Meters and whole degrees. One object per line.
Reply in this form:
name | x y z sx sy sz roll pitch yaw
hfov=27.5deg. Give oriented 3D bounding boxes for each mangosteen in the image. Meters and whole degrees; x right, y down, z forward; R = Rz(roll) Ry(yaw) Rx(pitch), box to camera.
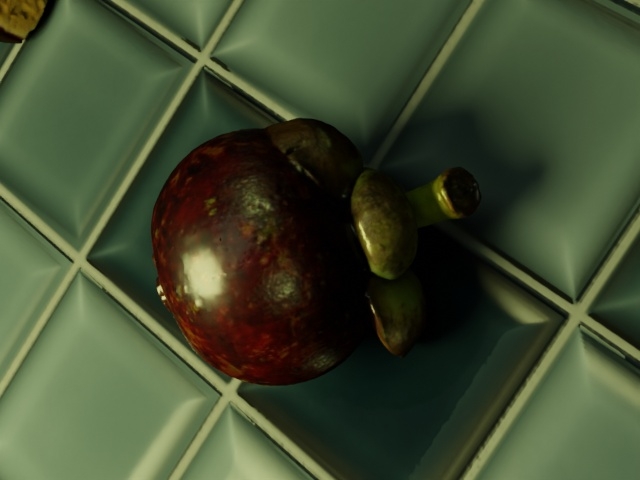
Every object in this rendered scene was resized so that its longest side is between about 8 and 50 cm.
mangosteen | -0.008 -0.002 0.757 0.181 0.156 0.146 -32 31 -11

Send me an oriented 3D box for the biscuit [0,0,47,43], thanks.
biscuit | -0.222 -0.245 0.993 0.056 0.052 0.188 14 85 50
